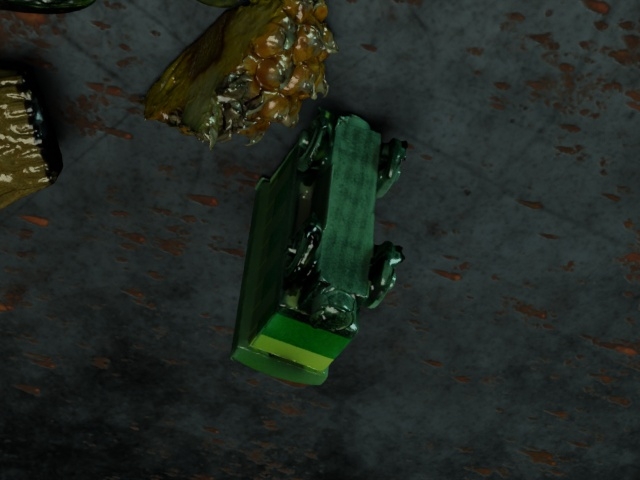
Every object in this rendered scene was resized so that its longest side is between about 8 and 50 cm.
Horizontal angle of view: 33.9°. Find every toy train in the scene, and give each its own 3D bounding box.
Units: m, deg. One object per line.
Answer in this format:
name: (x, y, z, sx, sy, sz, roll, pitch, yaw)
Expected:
toy train: (0.000, 0.000, 1.139, 0.120, 0.300, 0.202, 22, 134, -17)

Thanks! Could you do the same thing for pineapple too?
pineapple: (-0.069, -0.146, 1.111, 0.250, 0.164, 0.140, -38, 127, 22)

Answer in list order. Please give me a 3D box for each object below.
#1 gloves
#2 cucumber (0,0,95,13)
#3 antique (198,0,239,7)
gloves: (-0.462, -0.101, 1.149, 0.357, 0.155, 0.203, -6, 124, 9)
cucumber: (-0.345, -0.272, 1.064, 0.242, 0.074, 0.074, 10, 127, -8)
antique: (-0.060, -0.326, 1.017, 0.081, 0.080, 0.221, 34, 122, -22)
